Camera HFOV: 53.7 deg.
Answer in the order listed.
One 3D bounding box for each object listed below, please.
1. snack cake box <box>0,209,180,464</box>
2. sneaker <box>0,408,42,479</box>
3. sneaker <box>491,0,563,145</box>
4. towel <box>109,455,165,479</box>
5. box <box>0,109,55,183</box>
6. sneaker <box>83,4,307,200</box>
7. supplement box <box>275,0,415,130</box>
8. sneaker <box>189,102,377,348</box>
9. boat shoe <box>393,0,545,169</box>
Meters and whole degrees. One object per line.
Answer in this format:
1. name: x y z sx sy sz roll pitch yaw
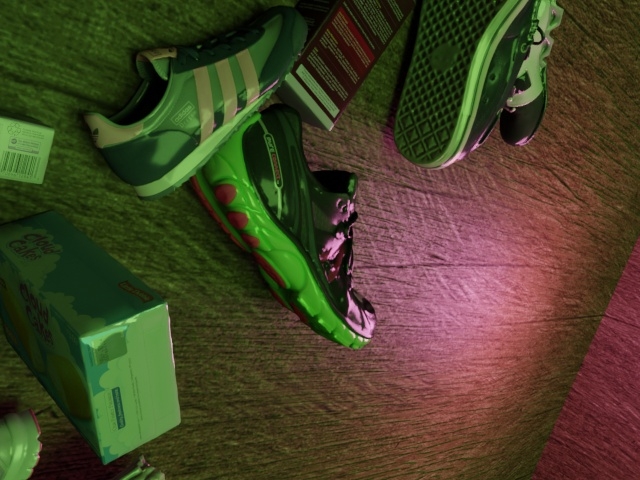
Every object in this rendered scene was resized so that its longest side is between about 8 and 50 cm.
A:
1. snack cake box: -0.258 0.088 0.669 0.089 0.264 0.152 -23 125 -36
2. sneaker: -0.433 0.310 0.746 0.111 0.103 0.252 22 93 -41
3. sneaker: 0.355 -0.331 1.210 0.146 0.122 0.330 -16 124 -19
4. towel: -0.351 0.442 0.840 0.332 0.053 0.316 -33 157 -30
5. box: -0.409 -0.112 0.562 0.324 0.063 0.067 7 104 -47
6. sneaker: -0.141 -0.201 0.759 0.319 0.112 0.131 -53 129 -18
7. supplement box: 0.025 -0.294 0.904 0.239 0.073 0.130 -56 139 -7
8. sneaker: 0.000 0.000 0.953 0.202 0.185 0.482 -45 137 -14
9. boat shoe: 0.268 -0.357 1.047 0.156 0.187 0.499 -7 121 -49
